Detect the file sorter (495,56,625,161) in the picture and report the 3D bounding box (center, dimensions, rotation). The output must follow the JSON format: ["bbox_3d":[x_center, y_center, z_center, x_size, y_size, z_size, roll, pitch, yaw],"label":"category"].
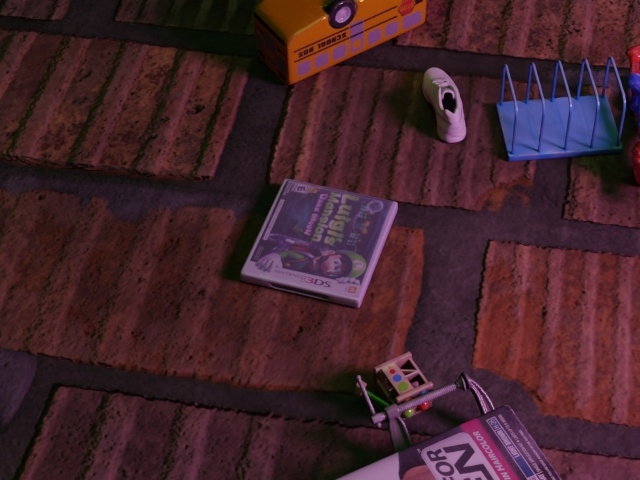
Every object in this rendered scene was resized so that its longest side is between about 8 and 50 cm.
[{"bbox_3d":[0.356,-0.199,1.954,0.170,0.104,0.118,-4,49,-1],"label":"file sorter"}]

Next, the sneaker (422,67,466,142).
[{"bbox_3d":[0.191,-0.219,2.009,0.054,0.061,0.152,-11,48,-4],"label":"sneaker"}]

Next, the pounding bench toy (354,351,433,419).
[{"bbox_3d":[0.092,0.193,1.657,0.083,0.052,0.065,-23,52,-16],"label":"pounding bench toy"}]

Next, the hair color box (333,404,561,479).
[{"bbox_3d":[0.105,0.339,1.495,0.347,0.105,0.174,-22,51,-15],"label":"hair color box"}]

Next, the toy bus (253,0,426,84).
[{"bbox_3d":[0.062,-0.378,2.107,0.333,0.130,0.108,-27,52,-20],"label":"toy bus"}]

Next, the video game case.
[{"bbox_3d":[0.000,0.000,1.851,0.173,0.022,0.190,13,50,13],"label":"video game case"}]

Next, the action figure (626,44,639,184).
[{"bbox_3d":[0.516,-0.172,1.926,0.139,0.091,0.280,-3,47,17],"label":"action figure"}]

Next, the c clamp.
[{"bbox_3d":[0.137,0.210,1.616,0.161,0.022,0.137,-15,85,-15],"label":"c clamp"}]
